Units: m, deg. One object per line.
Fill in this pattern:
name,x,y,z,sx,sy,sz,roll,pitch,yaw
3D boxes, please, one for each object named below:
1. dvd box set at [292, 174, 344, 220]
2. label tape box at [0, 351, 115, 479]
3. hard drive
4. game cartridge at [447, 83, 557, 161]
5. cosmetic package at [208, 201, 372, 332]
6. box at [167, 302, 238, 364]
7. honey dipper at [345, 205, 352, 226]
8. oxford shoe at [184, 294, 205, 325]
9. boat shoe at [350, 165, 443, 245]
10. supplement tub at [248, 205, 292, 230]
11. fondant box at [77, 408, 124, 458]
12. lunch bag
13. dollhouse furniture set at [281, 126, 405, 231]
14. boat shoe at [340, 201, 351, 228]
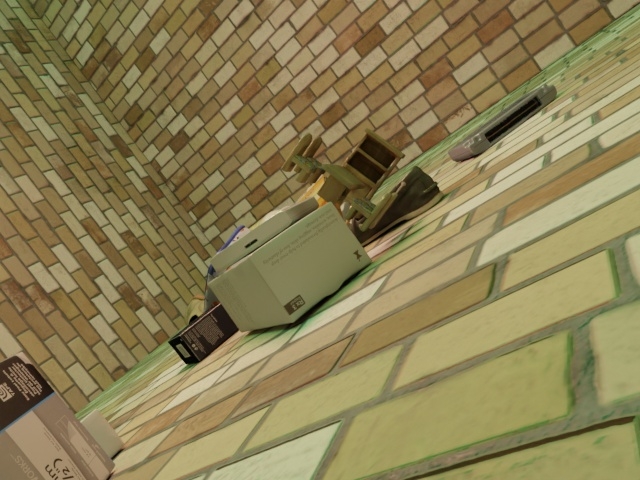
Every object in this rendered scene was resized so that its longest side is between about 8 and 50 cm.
dvd box set,-0.062,-0.021,1.563,0.307,0.062,0.420,-46,17,15
label tape box,-0.439,0.313,0.686,0.115,0.249,0.348,-37,4,-4
hard drive,-0.120,-0.024,1.238,0.203,0.040,0.307,-33,2,15
game cartridge,0.514,-0.331,1.502,0.294,0.060,0.196,-36,7,-2
cosmetic package,-0.085,0.074,1.137,0.217,0.156,0.385,-36,2,-28
box,-0.326,0.261,1.471,0.158,0.093,0.156,-40,5,-31
honey dipper,0.055,-0.010,1.270,0.030,0.031,0.160,-174,106,-84
oxford shoe,-0.463,0.296,1.987,0.146,0.140,0.397,-47,7,-33
boat shoe,0.148,-0.072,1.268,0.335,0.095,0.112,-32,6,45
supplement tub,-0.191,0.016,2.169,0.325,0.235,0.235,-33,5,41
fondant box,-0.556,0.469,1.004,0.330,0.096,0.238,-34,4,41
lunch bag,-0.269,0.114,1.637,0.243,0.115,0.303,-64,-5,-49
dollhouse furniture set,0.077,-0.154,1.119,0.161,0.212,0.242,-54,-9,15
boat shoe,0.078,-0.065,1.891,0.088,0.096,0.267,-36,9,20
